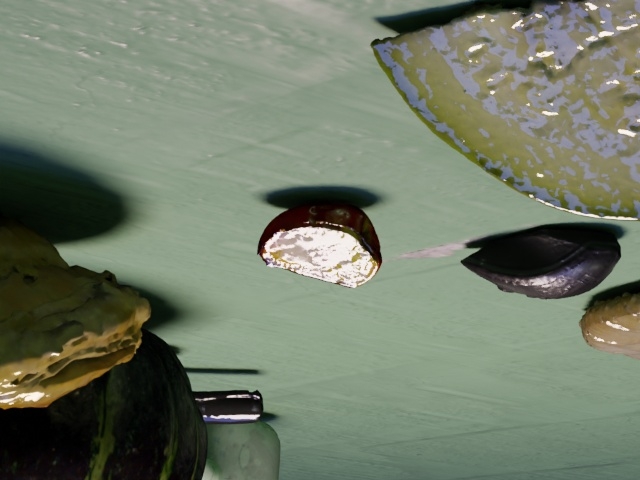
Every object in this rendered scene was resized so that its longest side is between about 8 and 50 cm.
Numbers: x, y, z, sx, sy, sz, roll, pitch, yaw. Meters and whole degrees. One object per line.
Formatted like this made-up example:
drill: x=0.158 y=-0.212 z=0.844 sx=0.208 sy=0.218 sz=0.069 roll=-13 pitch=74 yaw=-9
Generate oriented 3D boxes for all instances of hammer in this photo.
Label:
hammer: x=-0.157 y=0.252 z=2.187 sx=0.119 sy=0.206 sz=0.335 roll=-12 pitch=143 yaw=22

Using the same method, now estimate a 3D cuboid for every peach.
peach: x=0.000 y=0.000 z=1.345 sx=0.083 sy=0.050 sz=0.077 roll=-15 pitch=137 yaw=23

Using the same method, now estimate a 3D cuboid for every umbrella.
umbrella: x=-0.232 y=0.181 z=2.014 sx=0.340 sy=0.118 sz=0.118 roll=-3 pitch=166 yaw=1

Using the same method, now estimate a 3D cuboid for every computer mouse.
computer mouse: x=0.169 y=0.023 z=1.427 sx=0.135 sy=0.047 sz=0.079 roll=-8 pitch=162 yaw=41

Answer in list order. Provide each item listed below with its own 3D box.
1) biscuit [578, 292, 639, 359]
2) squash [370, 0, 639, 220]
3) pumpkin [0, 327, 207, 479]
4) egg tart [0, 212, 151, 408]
biscuit: x=0.302 y=0.069 z=1.608 sx=0.141 sy=0.038 sz=0.290 roll=6 pitch=165 yaw=-15
squash: x=0.187 y=-0.092 z=1.031 sx=0.237 sy=0.155 sz=0.204 roll=-5 pitch=128 yaw=30
pumpkin: x=-0.261 y=0.178 z=1.694 sx=0.323 sy=0.241 sz=0.323 roll=4 pitch=160 yaw=2
egg tart: x=-0.299 y=0.073 z=1.363 sx=0.352 sy=0.150 sz=0.352 roll=-20 pitch=-179 yaw=0
